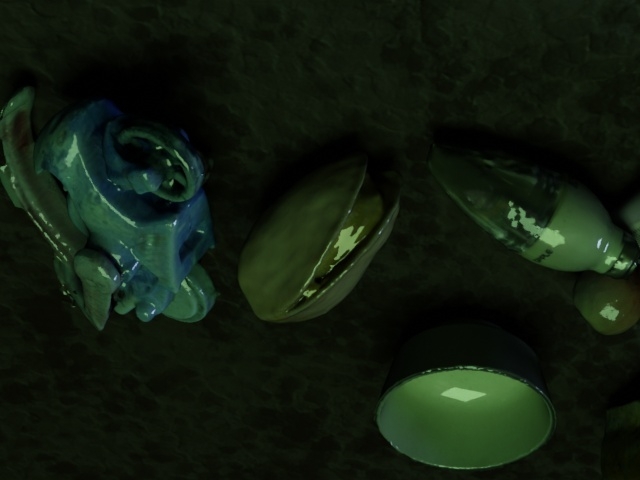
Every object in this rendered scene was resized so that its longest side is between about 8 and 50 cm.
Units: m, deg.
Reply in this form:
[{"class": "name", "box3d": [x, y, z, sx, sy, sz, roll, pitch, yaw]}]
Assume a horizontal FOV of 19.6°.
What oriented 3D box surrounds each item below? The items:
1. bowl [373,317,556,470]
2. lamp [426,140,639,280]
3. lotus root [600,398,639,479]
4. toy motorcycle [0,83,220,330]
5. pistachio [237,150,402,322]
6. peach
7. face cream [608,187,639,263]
[{"class": "bowl", "box3d": [0.170, 0.167, 2.146, 0.211, 0.112, 0.211, 4, 140, 4]}, {"class": "lamp", "box3d": [0.218, -0.033, 1.907, 0.250, 0.101, 0.101, 27, 137, -9]}, {"class": "lotus root", "box3d": [0.495, 0.273, 2.135, 0.267, 0.149, 0.260, 14, 166, -15]}, {"class": "toy motorcycle", "box3d": [-0.224, -0.030, 1.906, 0.241, 0.182, 0.319, 4, 142, 3]}, {"class": "pistachio", "box3d": [0.000, 0.000, 1.946, 0.126, 0.152, 0.223, 31, 116, -22]}, {"class": "peach", "box3d": [0.319, 0.062, 2.028, 0.083, 0.083, 0.083, 4, 140, 3]}, {"class": "face cream", "box3d": [0.386, -0.029, 1.916, 0.154, 0.096, 0.274, 14, 153, -13]}]
